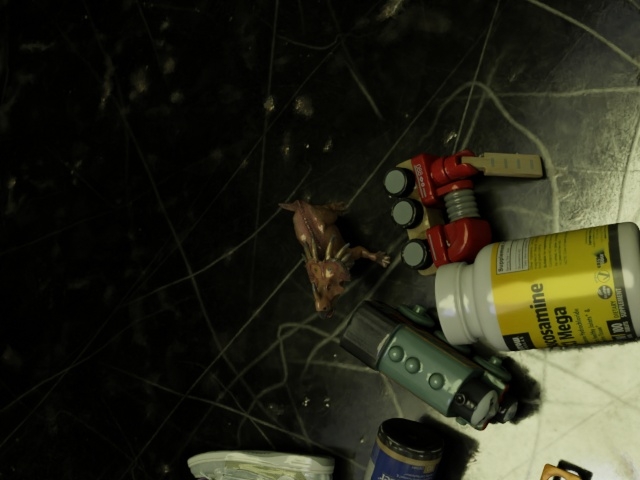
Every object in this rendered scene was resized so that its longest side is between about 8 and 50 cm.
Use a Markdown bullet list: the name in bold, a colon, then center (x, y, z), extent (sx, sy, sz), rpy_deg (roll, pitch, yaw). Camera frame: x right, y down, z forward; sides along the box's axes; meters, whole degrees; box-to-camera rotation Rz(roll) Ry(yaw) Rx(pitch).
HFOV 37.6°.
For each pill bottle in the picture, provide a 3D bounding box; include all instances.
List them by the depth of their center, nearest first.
- **pill bottle**: center (0.371, 0.085, 1.562), extent (0.334, 0.188, 0.187), rpy_deg (-10, 78, 22)
- **pill bottle**: center (0.138, 0.443, 1.695), extent (0.123, 0.123, 0.219), rpy_deg (24, 109, 30)

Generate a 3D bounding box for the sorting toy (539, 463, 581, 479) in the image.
- **sorting toy**: center (0.362, 0.548, 1.609), extent (0.196, 0.047, 0.347), rpy_deg (32, 100, 25)

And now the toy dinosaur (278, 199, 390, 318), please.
- **toy dinosaur**: center (0.000, 0.000, 1.797), extent (0.127, 0.200, 0.295), rpy_deg (-44, 64, 18)

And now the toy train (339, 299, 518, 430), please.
- **toy train**: center (0.189, 0.219, 1.665), extent (0.334, 0.190, 0.142), rpy_deg (34, 101, 29)

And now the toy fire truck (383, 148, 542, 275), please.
- **toy fire truck**: center (0.270, -0.068, 1.699), extent (0.246, 0.158, 0.217), rpy_deg (-24, 72, 36)

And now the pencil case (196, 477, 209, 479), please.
- **pencil case**: center (-0.189, 0.562, 1.897), extent (0.206, 0.088, 0.086), rpy_deg (25, 131, 33)

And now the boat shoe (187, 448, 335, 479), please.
- **boat shoe**: center (-0.123, 0.467, 1.859), extent (0.321, 0.118, 0.103), rpy_deg (-3, 78, 23)
